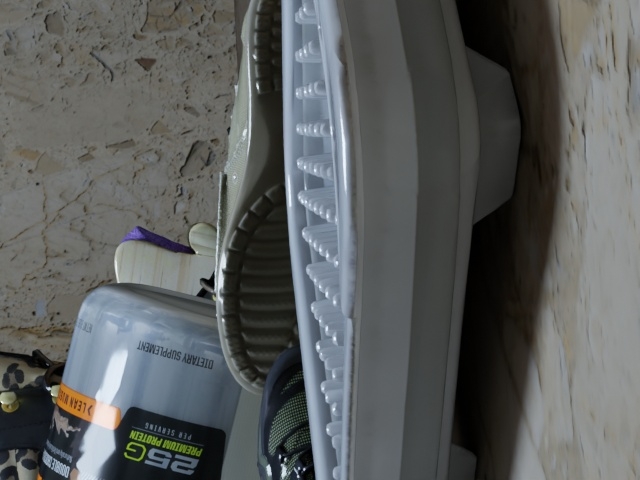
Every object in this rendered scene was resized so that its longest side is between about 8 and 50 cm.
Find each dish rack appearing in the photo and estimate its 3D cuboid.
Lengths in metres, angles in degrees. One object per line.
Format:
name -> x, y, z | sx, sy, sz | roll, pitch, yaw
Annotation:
dish rack -> 0.025, -0.032, 0.821 | 0.333, 0.072, 0.286 | 92, 172, -49

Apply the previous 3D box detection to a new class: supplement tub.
supplement tub -> -0.106, 0.212, 1.356 | 0.207, 0.207, 0.338 | -155, 78, -85

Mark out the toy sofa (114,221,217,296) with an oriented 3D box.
toy sofa -> -0.113, 0.165, 1.690 | 0.150, 0.177, 0.363 | -170, 88, -86

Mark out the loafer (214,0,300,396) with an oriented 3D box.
loafer -> -0.012, -0.037, 1.188 | 0.092, 0.101, 0.269 | -114, 30, -81

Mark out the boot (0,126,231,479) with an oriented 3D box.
boot -> -0.132, 0.096, 1.545 | 0.138, 0.284, 0.378 | -125, 30, -80

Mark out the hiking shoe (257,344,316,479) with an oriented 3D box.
hiking shoe -> 0.024, 0.144, 1.025 | 0.114, 0.086, 0.227 | 109, 150, -56
